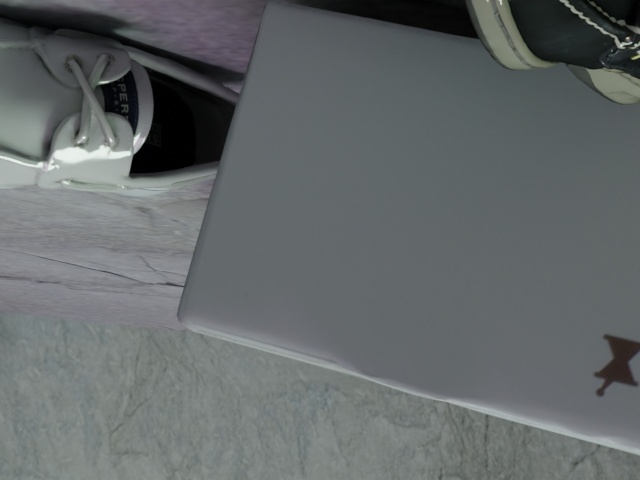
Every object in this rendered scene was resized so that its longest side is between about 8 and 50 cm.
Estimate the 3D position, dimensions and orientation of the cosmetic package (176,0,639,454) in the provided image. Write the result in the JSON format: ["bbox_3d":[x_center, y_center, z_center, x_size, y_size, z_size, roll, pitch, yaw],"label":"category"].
[{"bbox_3d":[0.118,0.020,0.951,0.230,0.161,0.453,14,176,16],"label":"cosmetic package"}]

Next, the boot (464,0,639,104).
[{"bbox_3d":[0.153,-0.099,0.567,0.179,0.085,0.236,-4,174,25],"label":"boot"}]

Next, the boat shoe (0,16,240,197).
[{"bbox_3d":[-0.124,-0.070,0.883,0.084,0.095,0.258,-7,178,32],"label":"boat shoe"}]
